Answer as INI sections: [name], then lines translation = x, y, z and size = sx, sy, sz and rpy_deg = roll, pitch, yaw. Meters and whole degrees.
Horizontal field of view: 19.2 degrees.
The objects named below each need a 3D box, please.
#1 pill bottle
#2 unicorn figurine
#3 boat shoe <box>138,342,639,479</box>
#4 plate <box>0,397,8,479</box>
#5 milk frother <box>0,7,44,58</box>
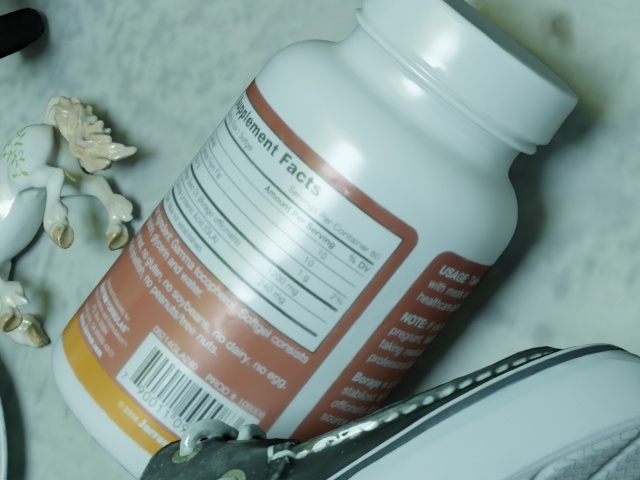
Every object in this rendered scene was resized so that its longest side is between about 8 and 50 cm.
[pill bottle]
translation = 0.000, 0.000, 0.754
size = 0.216, 0.121, 0.121
rpy_deg = -51, 55, 11
[unicorn figurine]
translation = -0.159, -0.005, 0.910
size = 0.162, 0.060, 0.111
rpy_deg = -41, 56, 0
[boat shoe]
translation = -0.032, 0.118, 0.661
size = 0.335, 0.121, 0.119
rpy_deg = -32, 51, 7
[plate]
translation = -0.218, 0.121, 0.930
size = 0.188, 0.024, 0.188
rpy_deg = -10, 71, 33
[milk frother]
translation = -0.160, -0.165, 0.898
size = 0.129, 0.135, 0.143
rpy_deg = 44, 108, 3
